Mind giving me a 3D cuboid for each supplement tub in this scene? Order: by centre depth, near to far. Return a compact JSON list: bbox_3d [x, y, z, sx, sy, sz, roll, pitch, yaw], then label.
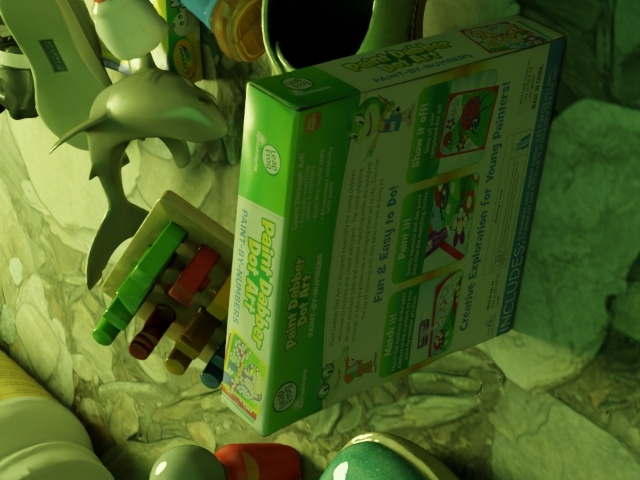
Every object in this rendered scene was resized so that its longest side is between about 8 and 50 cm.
[{"bbox_3d":[-0.397,0.238,1.776,0.331,0.241,0.241,35,130,37],"label":"supplement tub"}]

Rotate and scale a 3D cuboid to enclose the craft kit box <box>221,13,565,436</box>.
[{"bbox_3d":[0.050,-0.014,1.123,0.061,0.247,0.250,32,128,37],"label":"craft kit box"}]

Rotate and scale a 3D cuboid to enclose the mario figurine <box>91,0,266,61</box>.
[{"bbox_3d":[-0.139,-0.276,1.324,0.320,0.198,0.170,36,150,20],"label":"mario figurine"}]

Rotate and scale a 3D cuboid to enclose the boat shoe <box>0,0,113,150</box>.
[{"bbox_3d":[-0.234,-0.181,1.516,0.079,0.081,0.227,-2,140,13],"label":"boat shoe"}]

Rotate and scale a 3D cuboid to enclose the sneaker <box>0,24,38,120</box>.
[{"bbox_3d":[-0.357,-0.183,1.673,0.234,0.078,0.106,25,122,39],"label":"sneaker"}]

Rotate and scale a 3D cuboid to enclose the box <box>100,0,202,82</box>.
[{"bbox_3d":[-0.154,-0.232,1.437,0.105,0.043,0.179,21,120,43],"label":"box"}]

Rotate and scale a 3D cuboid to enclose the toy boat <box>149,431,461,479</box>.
[{"bbox_3d":[-0.010,0.265,1.376,0.318,0.148,0.267,33,115,43],"label":"toy boat"}]

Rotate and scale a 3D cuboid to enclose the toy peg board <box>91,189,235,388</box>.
[{"bbox_3d":[-0.116,0.066,1.438,0.161,0.079,0.161,36,139,-4],"label":"toy peg board"}]

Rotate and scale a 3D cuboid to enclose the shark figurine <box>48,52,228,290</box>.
[{"bbox_3d":[-0.192,-0.080,1.451,0.166,0.116,0.278,51,147,10],"label":"shark figurine"}]

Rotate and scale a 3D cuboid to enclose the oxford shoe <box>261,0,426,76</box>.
[{"bbox_3d":[0.004,-0.113,1.195,0.140,0.146,0.397,15,120,25],"label":"oxford shoe"}]
